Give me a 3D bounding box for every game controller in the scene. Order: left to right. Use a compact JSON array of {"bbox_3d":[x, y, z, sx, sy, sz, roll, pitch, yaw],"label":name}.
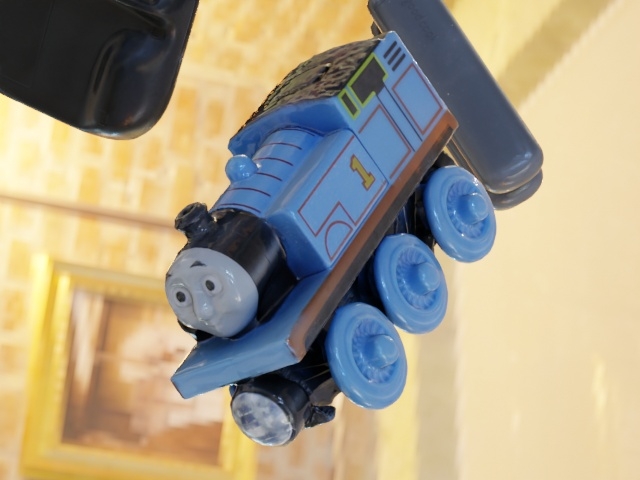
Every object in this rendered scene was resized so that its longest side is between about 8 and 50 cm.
[{"bbox_3d":[-0.233,-0.188,1.351,0.067,0.319,0.166,-47,159,-53],"label":"game controller"}]

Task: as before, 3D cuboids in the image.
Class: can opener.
[{"bbox_3d":[0.082,-0.158,1.348,0.283,0.095,0.076,58,-5,18],"label":"can opener"}]

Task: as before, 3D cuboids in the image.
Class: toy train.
[{"bbox_3d":[0.000,0.000,0.798,0.080,0.105,0.184,-23,-159,40],"label":"toy train"}]
